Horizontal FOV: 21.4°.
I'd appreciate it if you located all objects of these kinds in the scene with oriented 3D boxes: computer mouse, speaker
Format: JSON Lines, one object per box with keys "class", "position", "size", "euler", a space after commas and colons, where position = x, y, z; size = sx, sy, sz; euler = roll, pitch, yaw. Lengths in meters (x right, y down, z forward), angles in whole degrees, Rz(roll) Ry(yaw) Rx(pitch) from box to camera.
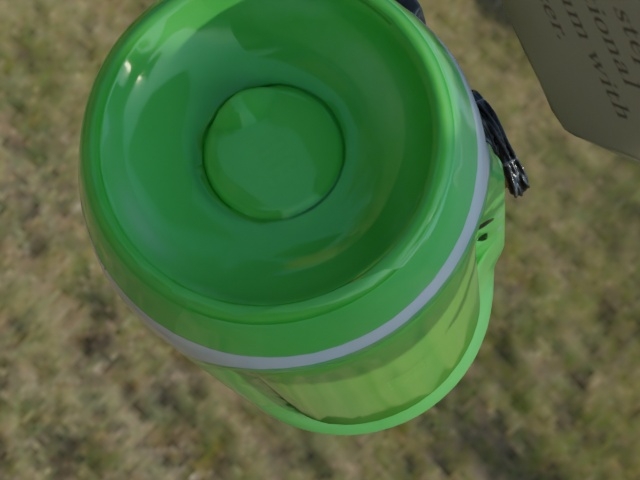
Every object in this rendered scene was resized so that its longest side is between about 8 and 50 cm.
{"class": "computer mouse", "position": [0.070, -0.127, 1.212], "size": [0.242, 0.041, 0.071], "euler": [56, -5, 13]}
{"class": "speaker", "position": [0.000, 0.000, 0.619], "size": [0.131, 0.131, 0.296], "euler": [50, -3, 13]}

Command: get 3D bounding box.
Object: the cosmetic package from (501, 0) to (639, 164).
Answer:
{"class": "cosmetic package", "position": [0.153, -0.094, 0.182], "size": [0.230, 0.161, 0.453], "euler": [60, -10, -26]}
